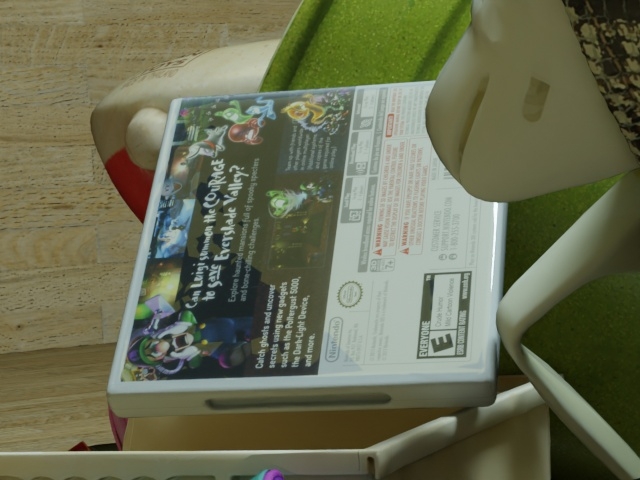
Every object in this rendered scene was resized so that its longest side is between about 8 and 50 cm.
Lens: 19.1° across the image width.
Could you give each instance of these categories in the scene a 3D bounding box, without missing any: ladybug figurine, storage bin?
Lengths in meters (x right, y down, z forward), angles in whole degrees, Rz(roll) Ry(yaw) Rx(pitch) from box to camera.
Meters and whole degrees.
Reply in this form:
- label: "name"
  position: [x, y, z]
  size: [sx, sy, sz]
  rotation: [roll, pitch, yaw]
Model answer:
- label: "ladybug figurine"
  position: [0.020, -0.063, 1.424]
  size: [0.305, 0.162, 0.449]
  rotation: [-8, 0, 42]
- label: "storage bin"
  position: [-0.044, 0.137, 0.887]
  size: [0.260, 0.123, 0.262]
  rotation: [-2, 2, 23]

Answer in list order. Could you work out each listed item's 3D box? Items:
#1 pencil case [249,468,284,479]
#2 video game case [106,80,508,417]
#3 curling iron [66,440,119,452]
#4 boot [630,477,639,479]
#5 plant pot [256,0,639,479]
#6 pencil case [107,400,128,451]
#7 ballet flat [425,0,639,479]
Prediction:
- label: "pencil case"
  position: [-0.068, 0.146, 0.701]
  size: [0.152, 0.064, 0.070]
  rotation: [-29, -12, 6]
- label: "video game case"
  position: [0.000, 0.000, 0.887]
  size: [0.173, 0.190, 0.022]
  rotation: [-3, -42, 12]
- label: "curling iron"
  position: [-0.198, 0.174, 1.473]
  size: [0.068, 0.035, 0.274]
  rotation: [-3, 2, 25]
- label: "boot"
  position: [0.174, 0.128, 0.586]
  size: [0.284, 0.138, 0.377]
  rotation: [-5, -6, -44]
- label: "plant pot"
  position: [0.184, -0.003, 1.077]
  size: [0.353, 0.366, 0.366]
  rotation: [27, 13, 20]
- label: "pencil case"
  position: [-0.036, 0.103, 1.533]
  size: [0.167, 0.160, 0.386]
  rotation: [-4, 1, 13]
- label: "ballet flat"
  position: [0.150, -0.007, 0.779]
  size: [0.182, 0.482, 0.164]
  rotation: [-19, 30, 13]
